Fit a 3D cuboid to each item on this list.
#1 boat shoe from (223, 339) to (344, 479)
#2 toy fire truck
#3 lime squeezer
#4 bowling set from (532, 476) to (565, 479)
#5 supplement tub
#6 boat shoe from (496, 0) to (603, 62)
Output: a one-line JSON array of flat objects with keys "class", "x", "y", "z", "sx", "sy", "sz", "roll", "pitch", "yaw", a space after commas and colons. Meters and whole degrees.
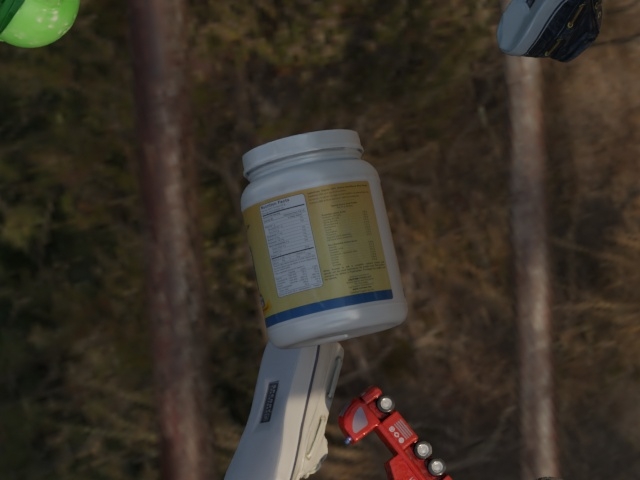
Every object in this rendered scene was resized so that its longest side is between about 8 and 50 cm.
[{"class": "boat shoe", "x": -0.035, "y": 0.221, "z": 1.719, "sx": 0.096, "sy": 0.088, "sz": 0.267, "roll": -17, "pitch": 52, "yaw": 47}, {"class": "toy fire truck", "x": 0.067, "y": 0.266, "z": 1.674, "sx": 0.192, "sy": 0.135, "sz": 0.047, "roll": 51, "pitch": 168, "yaw": 7}, {"class": "lime squeezer", "x": -0.205, "y": -0.148, "z": 0.867, "sx": 0.310, "sy": 0.110, "sz": 0.058, "roll": 10, "pitch": 81, "yaw": 38}, {"class": "bowling set", "x": 0.106, "y": 0.235, "z": 1.089, "sx": 0.287, "sy": 0.199, "sz": 0.154, "roll": 17, "pitch": 160, "yaw": 22}, {"class": "supplement tub", "x": 0.000, "y": 0.000, "z": 1.581, "sx": 0.144, "sy": 0.144, "sz": 0.199, "roll": -22, "pitch": 77, "yaw": 51}, {"class": "boat shoe", "x": 0.250, "y": -0.249, "z": 1.525, "sx": 0.183, "sy": 0.083, "sz": 0.065, "roll": -55, "pitch": 41, "yaw": 40}]
